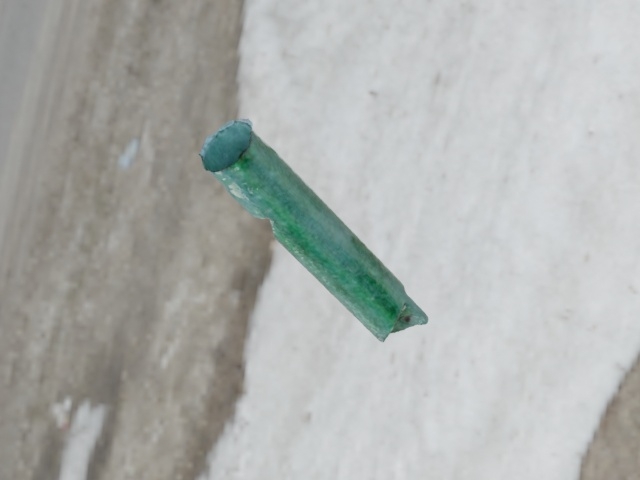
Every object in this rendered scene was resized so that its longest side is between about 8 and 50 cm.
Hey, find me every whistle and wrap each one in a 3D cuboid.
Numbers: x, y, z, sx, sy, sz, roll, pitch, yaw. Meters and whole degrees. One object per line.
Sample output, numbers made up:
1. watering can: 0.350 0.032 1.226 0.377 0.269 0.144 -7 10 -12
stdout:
1. whistle: 0.000 0.000 0.886 0.039 0.186 0.039 -25 42 24
